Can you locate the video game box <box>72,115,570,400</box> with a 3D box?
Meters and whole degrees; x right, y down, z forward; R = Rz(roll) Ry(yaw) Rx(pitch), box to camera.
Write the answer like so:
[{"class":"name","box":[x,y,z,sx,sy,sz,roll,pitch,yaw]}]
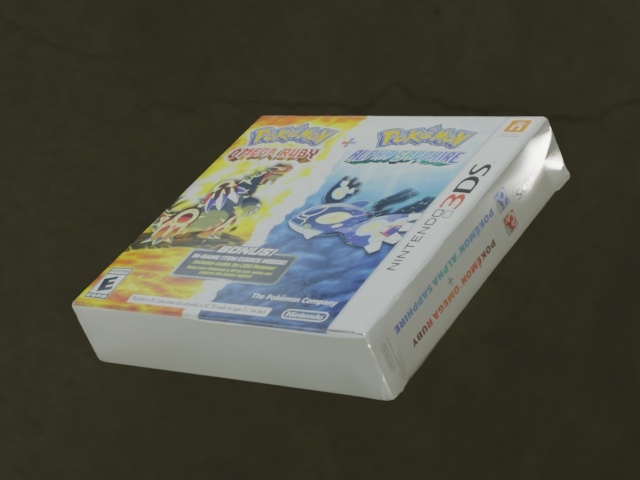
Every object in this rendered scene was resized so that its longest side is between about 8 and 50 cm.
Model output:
[{"class":"video game box","box":[0.000,0.000,0.891,0.187,0.205,0.048,-46,126,-39]}]
